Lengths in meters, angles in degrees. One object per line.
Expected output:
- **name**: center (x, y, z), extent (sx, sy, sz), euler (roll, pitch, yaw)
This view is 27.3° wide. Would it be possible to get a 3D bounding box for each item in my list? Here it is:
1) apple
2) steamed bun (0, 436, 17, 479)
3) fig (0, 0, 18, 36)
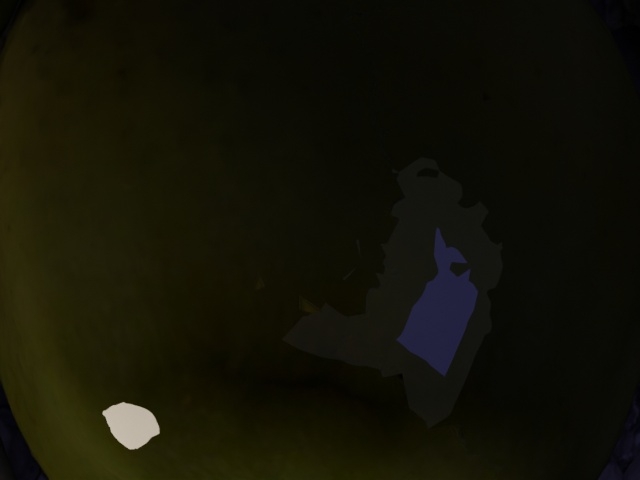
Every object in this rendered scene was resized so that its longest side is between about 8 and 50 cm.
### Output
- **apple**: center (0.000, 0.000, 0.839), extent (0.473, 0.473, 0.474), euler (-11, 110, -33)
- **steamed bun**: center (-0.328, 0.281, 0.892), extent (0.290, 0.273, 0.272), euler (-16, 128, -27)
- **fig**: center (-0.289, -0.236, 0.724), extent (0.316, 0.316, 0.316), euler (-11, 110, -33)
